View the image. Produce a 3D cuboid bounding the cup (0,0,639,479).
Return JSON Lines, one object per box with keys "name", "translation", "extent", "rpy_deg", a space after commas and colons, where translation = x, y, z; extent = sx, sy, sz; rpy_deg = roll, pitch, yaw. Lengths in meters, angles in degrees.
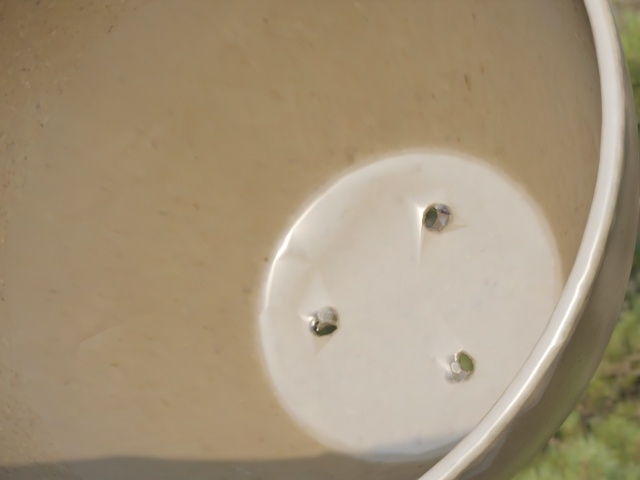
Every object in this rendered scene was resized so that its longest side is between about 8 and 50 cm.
{"name": "cup", "translation": [0.000, 0.000, 0.709], "extent": [0.331, 0.331, 0.237], "rpy_deg": [-11, -21, 21]}
